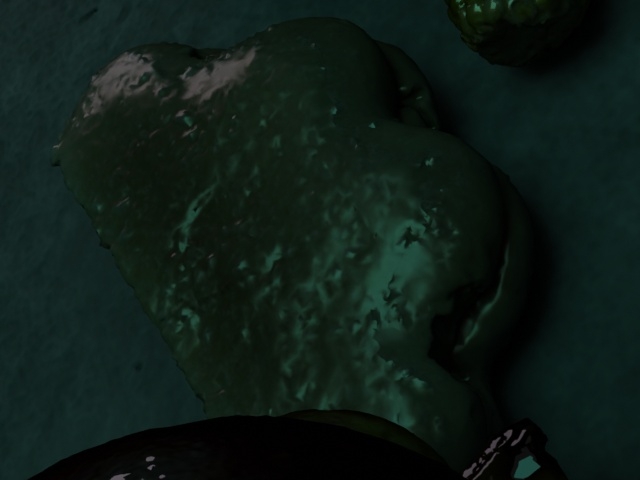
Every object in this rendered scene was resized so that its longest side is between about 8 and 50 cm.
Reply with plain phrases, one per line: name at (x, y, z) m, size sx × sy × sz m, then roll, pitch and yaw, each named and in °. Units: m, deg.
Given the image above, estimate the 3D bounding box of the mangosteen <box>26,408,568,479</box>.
mangosteen at (-0.020, 0.187, 0.484) m, size 0.297 × 0.297 × 0.293 m, roll -31°, pitch 44°, yaw 25°

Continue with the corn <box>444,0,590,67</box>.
corn at (0.094, -0.238, 0.751) m, size 0.097 × 0.097 × 0.320 m, roll -15°, pitch 64°, yaw 34°

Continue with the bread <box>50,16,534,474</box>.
bread at (-0.004, 0.000, 0.721) m, size 0.183 × 0.102 × 0.337 m, roll -47°, pitch 51°, yaw 15°
